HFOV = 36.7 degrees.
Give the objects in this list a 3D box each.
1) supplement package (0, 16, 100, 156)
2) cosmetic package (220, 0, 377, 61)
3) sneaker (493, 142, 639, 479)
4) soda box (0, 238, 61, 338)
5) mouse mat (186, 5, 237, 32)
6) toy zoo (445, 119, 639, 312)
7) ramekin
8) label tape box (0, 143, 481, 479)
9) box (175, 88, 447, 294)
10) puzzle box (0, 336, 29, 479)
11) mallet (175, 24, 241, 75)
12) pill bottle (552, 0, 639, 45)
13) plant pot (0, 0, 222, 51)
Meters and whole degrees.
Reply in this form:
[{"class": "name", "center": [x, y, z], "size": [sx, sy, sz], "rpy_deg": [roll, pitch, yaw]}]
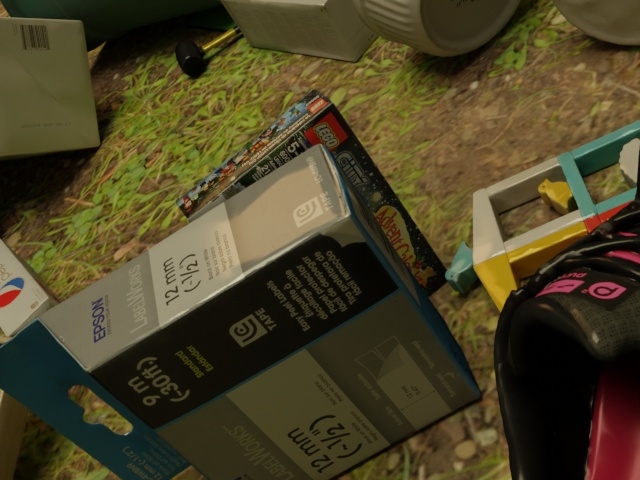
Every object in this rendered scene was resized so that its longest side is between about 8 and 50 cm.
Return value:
[{"class": "supplement package", "center": [-0.510, -0.220, 1.473], "size": [0.262, 0.198, 0.199], "rpy_deg": [-3, 7, 36]}, {"class": "cosmetic package", "center": [-0.034, -0.314, 1.341], "size": [0.239, 0.099, 0.060], "rpy_deg": [20, 66, 46]}, {"class": "sneaker", "center": [0.233, 0.052, 0.634], "size": [0.185, 0.202, 0.483], "rpy_deg": [-18, 44, 51]}, {"class": "soda box", "center": [-0.384, 0.076, 1.237], "size": [0.069, 0.074, 0.216], "rpy_deg": [-46, 39, -10]}, {"class": "mouse mat", "center": [-0.125, -0.409, 1.581], "size": [0.152, 0.007, 0.190], "rpy_deg": [20, 64, 47]}, {"class": "toy zoo", "center": [0.252, -0.014, 0.870], "size": [0.293, 0.030, 0.192], "rpy_deg": [-25, 40, 16]}, {"class": "ramekin", "center": [0.146, -0.313, 1.123], "size": [0.207, 0.207, 0.109], "rpy_deg": [-41, 48, -5]}, {"class": "label tape box", "center": [-0.075, 0.115, 0.815], "size": [0.347, 0.249, 0.115], "rpy_deg": [-32, 38, 7]}, {"class": "box", "center": [0.000, 0.000, 0.887], "size": [0.159, 0.233, 0.044], "rpy_deg": [-39, 34, -2]}, {"class": "puzzle box", "center": [-0.515, 0.232, 1.065], "size": [0.408, 0.052, 0.272], "rpy_deg": [-1, 68, 21]}, {"class": "mallet", "center": [-0.141, -0.323, 1.487], "size": [0.189, 0.039, 0.062], "rpy_deg": [-35, 41, -3]}, {"class": "pill bottle", "center": [0.363, -0.367, 1.028], "size": [0.169, 0.169, 0.302], "rpy_deg": [6, 54, 41]}, {"class": "plant pot", "center": [-0.300, -0.491, 1.559], "size": [0.334, 0.341, 0.341], "rpy_deg": [-2, 50, 28]}]
